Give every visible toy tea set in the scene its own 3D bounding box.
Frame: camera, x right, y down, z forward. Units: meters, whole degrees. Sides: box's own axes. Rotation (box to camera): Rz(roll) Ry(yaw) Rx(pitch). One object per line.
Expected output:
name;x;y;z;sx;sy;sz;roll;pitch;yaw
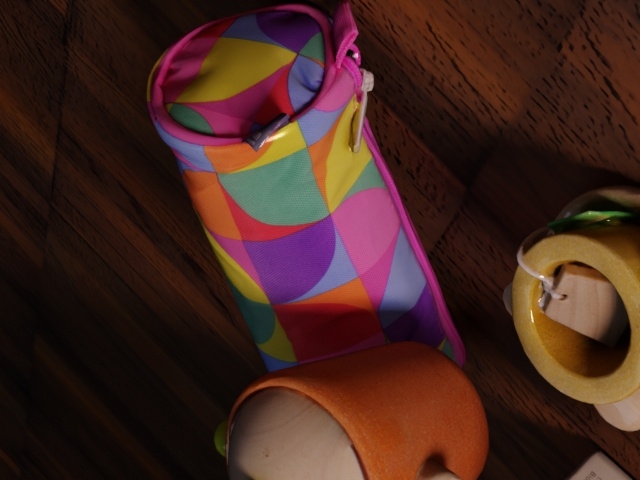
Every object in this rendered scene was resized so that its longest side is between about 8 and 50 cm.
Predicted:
toy tea set;0.083;0.099;0.768;0.336;0.124;0.200;-40;76;46

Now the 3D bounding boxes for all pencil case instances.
pencil case;0.000;0.000;0.913;0.104;0.104;0.236;29;152;41

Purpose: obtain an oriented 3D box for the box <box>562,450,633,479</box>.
box;0.191;0.238;0.931;0.275;0.113;0.094;44;159;15
